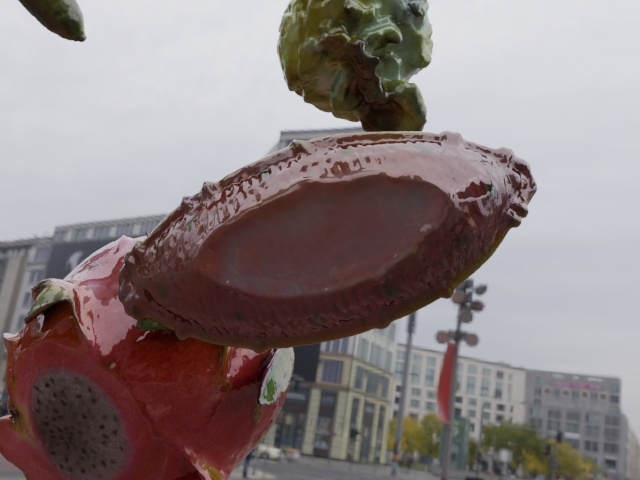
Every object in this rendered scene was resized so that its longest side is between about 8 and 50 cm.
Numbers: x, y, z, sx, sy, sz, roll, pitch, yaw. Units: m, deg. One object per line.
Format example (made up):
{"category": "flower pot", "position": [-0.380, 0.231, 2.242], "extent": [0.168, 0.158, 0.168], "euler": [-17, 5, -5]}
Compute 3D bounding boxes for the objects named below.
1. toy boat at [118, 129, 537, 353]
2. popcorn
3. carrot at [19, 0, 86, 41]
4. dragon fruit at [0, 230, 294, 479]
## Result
{"category": "toy boat", "position": [0.001, -0.001, 0.508], "extent": [0.317, 0.141, 0.099], "euler": [-15, -4, 2]}
{"category": "popcorn", "position": [0.053, -0.213, 0.844], "extent": [0.197, 0.213, 0.198], "euler": [-16, -26, -8]}
{"category": "carrot", "position": [-0.346, -0.341, 0.699], "extent": [0.074, 0.074, 0.359], "euler": [-11, -58, 51]}
{"category": "dragon fruit", "position": [-0.180, 0.142, 0.716], "extent": [0.290, 0.291, 0.189], "euler": [6, 23, 10]}
